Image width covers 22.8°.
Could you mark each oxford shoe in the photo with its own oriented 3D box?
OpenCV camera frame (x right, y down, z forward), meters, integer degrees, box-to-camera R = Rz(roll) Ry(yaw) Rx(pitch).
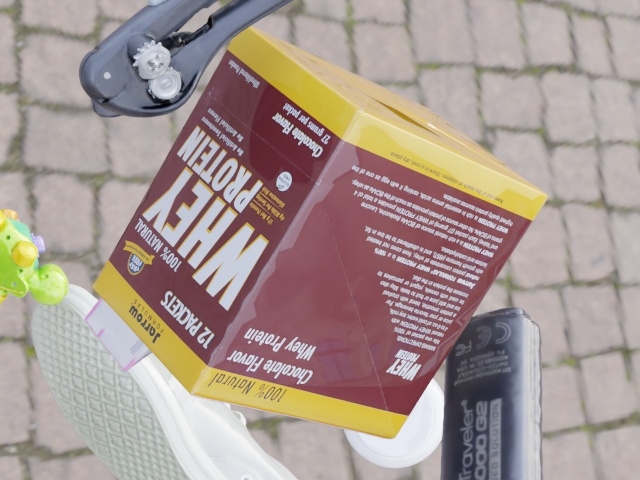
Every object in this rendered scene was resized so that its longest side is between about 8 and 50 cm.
[{"bbox_3d":[-0.156,0.220,1.805,0.449,0.169,0.130,49,49,-9],"label":"oxford shoe"}]

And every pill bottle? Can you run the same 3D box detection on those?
[{"bbox_3d":[0.067,0.155,1.422,0.094,0.169,0.094,0,86,3],"label":"pill bottle"}]

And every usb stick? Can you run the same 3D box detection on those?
[{"bbox_3d":[0.116,0.169,1.084,0.045,0.077,0.278,46,37,-40],"label":"usb stick"}]

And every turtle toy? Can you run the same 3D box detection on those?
[{"bbox_3d":[-0.322,0.021,1.672,0.130,0.095,0.066,44,33,1],"label":"turtle toy"}]

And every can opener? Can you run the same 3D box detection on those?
[{"bbox_3d":[-0.058,-0.134,0.894,0.186,0.073,0.059,-39,124,-3],"label":"can opener"}]

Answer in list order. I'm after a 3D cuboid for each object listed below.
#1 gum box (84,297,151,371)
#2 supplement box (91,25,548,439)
[{"bbox_3d":[-0.116,0.029,1.350,0.107,0.188,0.062,-35,85,-36],"label":"gum box"},{"bbox_3d":[0.000,0.000,1.003,0.191,0.129,0.194,19,106,-46],"label":"supplement box"}]
